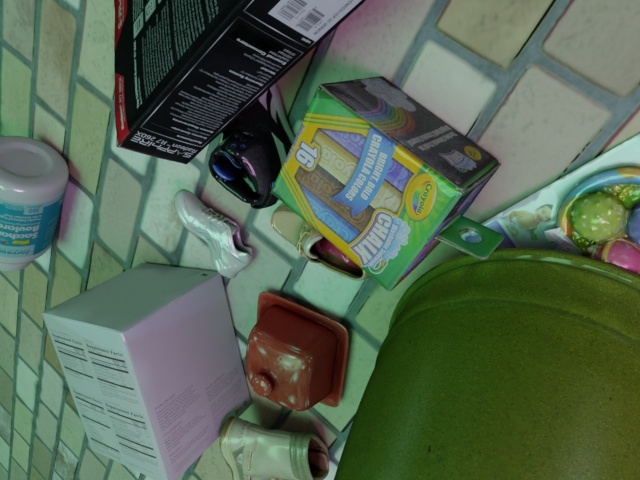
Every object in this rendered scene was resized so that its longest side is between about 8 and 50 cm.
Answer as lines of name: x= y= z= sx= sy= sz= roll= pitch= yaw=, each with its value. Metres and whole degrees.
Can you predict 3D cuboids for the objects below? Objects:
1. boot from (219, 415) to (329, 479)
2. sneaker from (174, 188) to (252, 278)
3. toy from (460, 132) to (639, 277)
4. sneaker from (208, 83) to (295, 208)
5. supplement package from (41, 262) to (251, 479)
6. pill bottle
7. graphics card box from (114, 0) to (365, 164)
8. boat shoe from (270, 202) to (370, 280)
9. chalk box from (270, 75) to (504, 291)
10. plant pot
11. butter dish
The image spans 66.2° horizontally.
boot: x=-0.064 y=0.383 z=0.826 sx=0.165 sy=0.077 sz=0.213 roll=1 pitch=128 yaw=19
sneaker: x=-0.155 y=-0.019 z=0.730 sx=0.061 sy=0.054 sz=0.152 roll=-34 pitch=96 yaw=29
toy: x=0.262 y=0.003 z=0.459 sx=0.237 sy=0.056 sz=0.137 roll=-35 pitch=90 yaw=38
sneaker: x=-0.100 y=-0.142 z=0.589 sx=0.079 sy=0.121 sz=0.217 roll=-28 pitch=94 yaw=37
supplement package: x=-0.271 y=0.200 z=0.803 sx=0.198 sy=0.199 sz=0.263 roll=4 pitch=113 yaw=32
pill bottle: x=-0.574 y=-0.055 z=0.924 sx=0.146 sy=0.146 sz=0.264 roll=44 pitch=128 yaw=9
graphics card box: x=-0.084 y=-0.265 z=0.482 sx=0.371 sy=0.094 sz=0.233 roll=-30 pitch=60 yaw=39
boat shoe: x=0.000 y=0.000 z=0.626 sx=0.170 sy=0.059 sz=0.063 roll=24 pitch=122 yaw=23
chalk box: x=0.083 y=-0.050 z=0.501 sx=0.213 sy=0.132 sz=0.132 roll=42 pitch=127 yaw=15
plant pot: x=0.155 y=0.253 z=0.417 sx=0.366 sy=0.353 sz=0.367 roll=19 pitch=129 yaw=24
butter dish: x=-0.053 y=0.179 z=0.704 sx=0.159 sy=0.118 sz=0.160 roll=19 pitch=120 yaw=24
